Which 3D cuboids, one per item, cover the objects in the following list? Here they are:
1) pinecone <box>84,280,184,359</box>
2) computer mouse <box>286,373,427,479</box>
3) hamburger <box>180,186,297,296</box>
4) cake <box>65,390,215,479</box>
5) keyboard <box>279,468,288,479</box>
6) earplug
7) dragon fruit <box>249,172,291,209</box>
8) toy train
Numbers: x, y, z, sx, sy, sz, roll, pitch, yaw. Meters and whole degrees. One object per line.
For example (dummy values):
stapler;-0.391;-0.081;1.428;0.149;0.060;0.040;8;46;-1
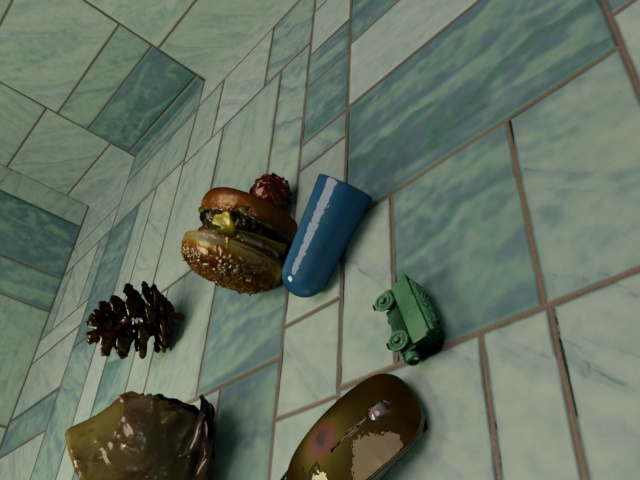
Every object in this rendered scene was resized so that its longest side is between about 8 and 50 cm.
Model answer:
pinecone;-0.586;0.251;1.872;0.309;0.244;0.244;-17;36;-5
computer mouse;0.046;0.361;1.013;0.310;0.072;0.158;-49;37;12
hamburger;-0.202;0.011;1.506;0.291;0.291;0.225;-5;62;55
cake;-0.380;0.495;1.395;0.321;0.332;0.332;-27;25;-18
keyboard;-0.110;0.560;1.144;0.310;0.018;0.101;-55;31;10
earplug;0.000;0.000;1.352;0.132;0.132;0.273;23;88;59
dragon fruit;-0.138;-0.117;1.669;0.121;0.130;0.142;-1;57;18
toy train;0.157;0.140;1.056;0.099;0.070;0.172;-37;37;17
